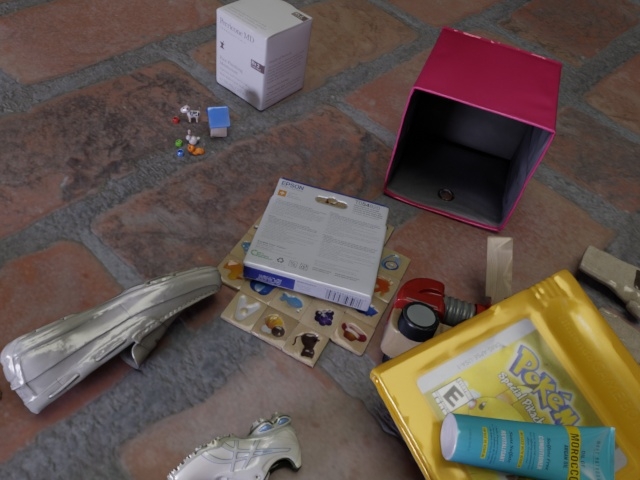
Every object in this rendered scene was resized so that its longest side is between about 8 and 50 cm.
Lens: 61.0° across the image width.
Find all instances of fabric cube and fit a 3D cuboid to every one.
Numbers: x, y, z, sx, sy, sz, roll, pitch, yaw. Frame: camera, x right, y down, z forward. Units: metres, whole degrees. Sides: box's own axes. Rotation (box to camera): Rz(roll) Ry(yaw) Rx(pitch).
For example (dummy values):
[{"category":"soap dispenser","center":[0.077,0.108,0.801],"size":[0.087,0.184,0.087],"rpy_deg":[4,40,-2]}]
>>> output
[{"category":"fabric cube","center":[0.297,-0.222,1.079],"size":[0.254,0.259,0.258],"rpy_deg":[19,48,7]}]

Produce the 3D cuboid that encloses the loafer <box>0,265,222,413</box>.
[{"category":"loafer","center":[-0.281,0.131,0.790],"size":[0.320,0.112,0.111],"rpy_deg":[-26,95,-29]}]

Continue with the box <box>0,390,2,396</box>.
[{"category":"box","center":[-0.612,0.238,0.646],"size":[0.257,0.079,0.322],"rpy_deg":[24,50,12]}]

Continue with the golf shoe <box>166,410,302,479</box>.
[{"category":"golf shoe","center":[-0.105,0.292,0.700],"size":[0.176,0.069,0.086],"rpy_deg":[-18,61,-22]}]

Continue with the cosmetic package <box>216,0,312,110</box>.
[{"category":"cosmetic package","center":[-0.130,-0.427,1.222],"size":[0.151,0.183,0.151],"rpy_deg":[36,53,20]}]

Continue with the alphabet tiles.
[{"category":"alphabet tiles","center":[-0.009,0.049,0.956],"size":[0.285,0.011,0.342],"rpy_deg":[26,51,11]}]

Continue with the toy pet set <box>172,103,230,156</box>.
[{"category":"toy pet set","center":[-0.247,-0.242,1.123],"size":[0.114,0.065,0.122],"rpy_deg":[-7,52,-16]}]

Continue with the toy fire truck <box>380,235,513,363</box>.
[{"category":"toy fire truck","center":[0.230,0.105,0.875],"size":[0.217,0.158,0.246],"rpy_deg":[18,38,6]}]

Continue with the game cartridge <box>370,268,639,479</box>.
[{"category":"game cartridge","center":[0.271,0.221,0.697],"size":[0.324,0.052,0.285],"rpy_deg":[-25,69,-12]}]

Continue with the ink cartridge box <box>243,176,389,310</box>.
[{"category":"ink cartridge box","center":[0.000,0.000,0.961],"size":[0.223,0.045,0.224],"rpy_deg":[16,48,3]}]

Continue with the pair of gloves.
[{"category":"pair of gloves","center":[0.545,0.131,0.966],"size":[0.204,0.042,0.240],"rpy_deg":[26,53,8]}]

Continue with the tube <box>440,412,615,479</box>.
[{"category":"tube","center":[0.248,0.246,0.638],"size":[0.207,0.052,0.080],"rpy_deg":[10,80,-5]}]
